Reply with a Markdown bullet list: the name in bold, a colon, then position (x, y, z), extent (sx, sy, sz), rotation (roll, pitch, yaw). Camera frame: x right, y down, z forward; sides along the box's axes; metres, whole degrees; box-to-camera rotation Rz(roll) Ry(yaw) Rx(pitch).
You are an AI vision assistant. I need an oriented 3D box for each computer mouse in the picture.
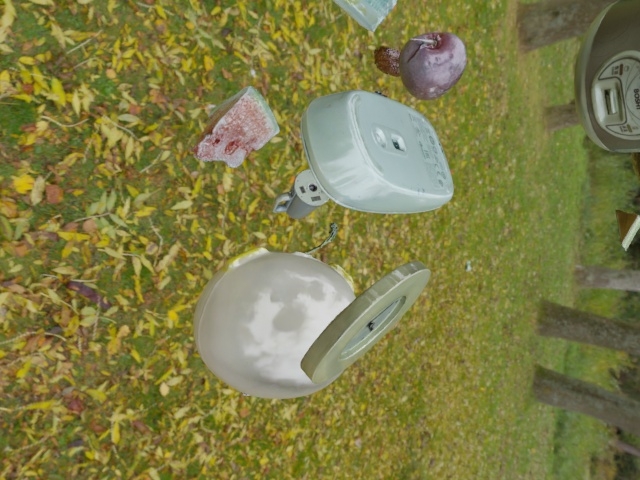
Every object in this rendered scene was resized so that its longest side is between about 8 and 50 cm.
- **computer mouse**: position (0.079, -0.110, 0.633), extent (0.288, 0.097, 0.160), rotation (-2, 71, -52)

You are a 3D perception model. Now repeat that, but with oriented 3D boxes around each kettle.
- **kettle**: position (-0.095, -0.175, 1.973), extent (0.210, 0.243, 0.160), rotation (-13, 78, -25)

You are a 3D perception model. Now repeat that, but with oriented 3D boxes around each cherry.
- **cherry**: position (0.360, -0.567, 1.500), extent (0.266, 0.213, 0.184), rotation (77, 16, -66)

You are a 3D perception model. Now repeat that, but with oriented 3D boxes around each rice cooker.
- **rice cooker**: position (0.608, -0.279, 0.768), extent (0.288, 0.277, 0.289), rotation (-7, 103, -32)

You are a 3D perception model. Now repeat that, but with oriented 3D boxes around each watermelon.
- **watermelon**: position (-0.136, -0.187, 0.787), extent (0.098, 0.121, 0.158), rotation (48, 26, -24)

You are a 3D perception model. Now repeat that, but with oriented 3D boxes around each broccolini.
- **broccolini**: position (0.006, 0.003, 1.817), extent (0.194, 0.052, 0.054), rotation (-42, 147, -24)

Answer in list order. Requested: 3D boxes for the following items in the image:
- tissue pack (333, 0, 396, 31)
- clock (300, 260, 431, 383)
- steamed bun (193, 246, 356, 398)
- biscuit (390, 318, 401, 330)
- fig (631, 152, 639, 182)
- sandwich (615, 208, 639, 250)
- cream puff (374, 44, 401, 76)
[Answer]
- **tissue pack**: position (0.011, -0.681, 1.062), extent (0.388, 0.162, 0.287), rotation (33, 30, -19)
- **clock**: position (0.068, 0.118, 0.675), extent (0.235, 0.029, 0.235), rotation (-37, 157, -18)
- **steamed bun**: position (-0.091, 0.184, 1.037), extent (0.373, 0.334, 0.334), rotation (16, 82, -32)
- **biscuit**: position (0.303, 0.300, 1.914), extent (0.220, 0.028, 0.142), rotation (-25, 126, -53)
- **fig**: position (0.874, -0.179, 1.165), extent (0.203, 0.186, 0.250), rotation (4, 115, -18)
- **sandwich**: position (1.020, -0.035, 1.575), extent (0.074, 0.074, 0.117), rotation (30, 89, -43)
- **cream puff**: position (0.254, -0.645, 1.681), extent (0.149, 0.149, 0.085), rotation (10, 105, -54)
